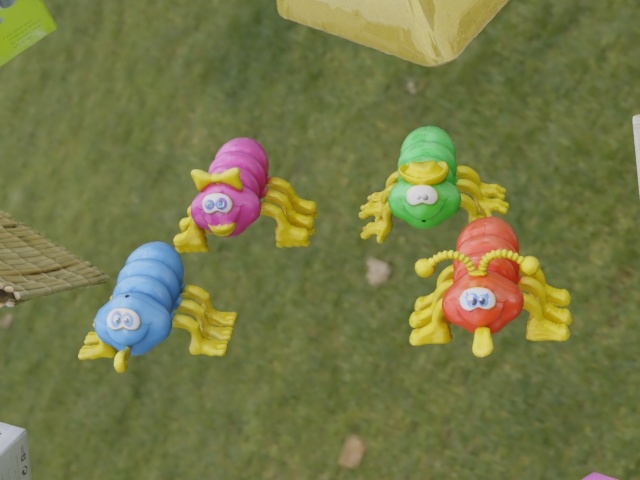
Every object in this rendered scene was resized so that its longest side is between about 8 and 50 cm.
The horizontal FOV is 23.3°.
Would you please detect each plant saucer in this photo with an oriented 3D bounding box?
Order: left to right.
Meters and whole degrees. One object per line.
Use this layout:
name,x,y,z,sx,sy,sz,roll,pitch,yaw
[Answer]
plant saucer,0.118,-0.330,1.450,0.333,0.081,0.333,-47,31,-8

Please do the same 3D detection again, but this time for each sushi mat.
sushi mat,-0.227,-0.005,0.997,0.019,0.151,0.316,-57,-1,1

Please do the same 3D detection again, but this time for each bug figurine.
bug figurine,0.000,0.000,0.891,0.216,0.279,0.072,-82,-15,-58

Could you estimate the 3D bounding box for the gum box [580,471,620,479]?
gum box,0.136,0.159,0.599,0.188,0.107,0.062,8,121,59

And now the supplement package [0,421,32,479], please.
supplement package,-0.361,0.258,1.287,0.244,0.139,0.134,-47,-37,-53

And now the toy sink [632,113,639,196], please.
toy sink,0.430,-0.029,1.669,0.152,0.131,0.234,-3,97,22

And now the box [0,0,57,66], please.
box,-0.315,-0.225,1.336,0.109,0.178,0.042,-36,46,-7
